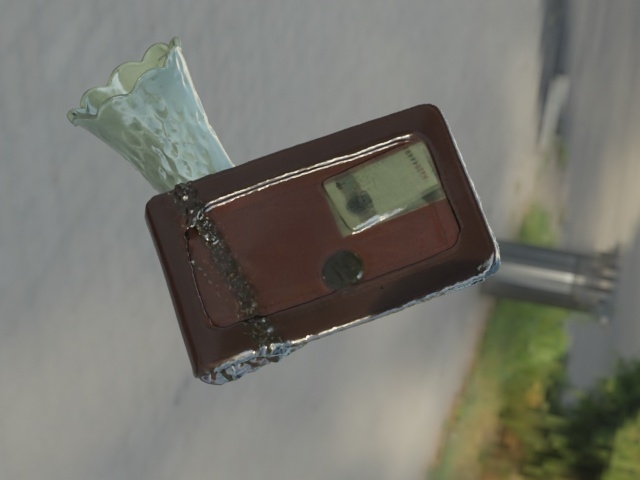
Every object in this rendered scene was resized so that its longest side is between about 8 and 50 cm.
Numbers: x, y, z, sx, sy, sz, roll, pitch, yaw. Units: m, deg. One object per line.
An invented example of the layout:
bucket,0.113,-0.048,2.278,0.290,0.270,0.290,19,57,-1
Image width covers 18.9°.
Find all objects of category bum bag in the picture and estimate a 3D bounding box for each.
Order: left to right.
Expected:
bum bag,0.000,0.000,0.931,0.026,0.159,0.109,70,2,-59

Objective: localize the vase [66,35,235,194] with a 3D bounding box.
vase,-0.075,-0.038,1.142,0.149,0.081,0.081,55,33,-17
